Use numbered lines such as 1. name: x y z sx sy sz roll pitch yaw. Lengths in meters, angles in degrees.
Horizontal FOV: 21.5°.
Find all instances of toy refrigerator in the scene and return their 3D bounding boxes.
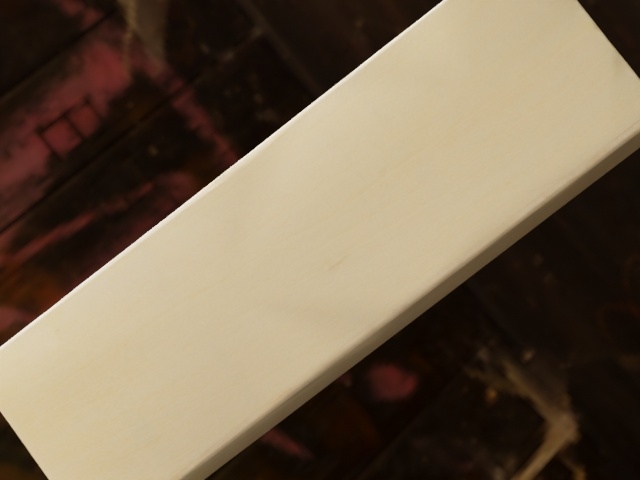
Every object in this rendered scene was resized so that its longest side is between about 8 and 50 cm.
1. toy refrigerator: 0.000 0.000 0.681 0.094 0.269 0.102 53 6 7
